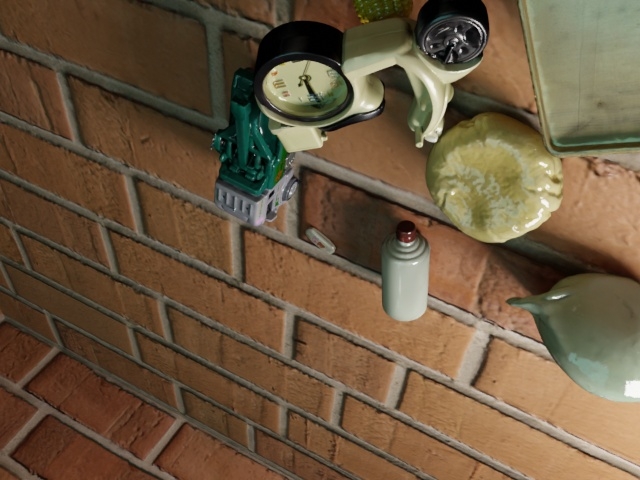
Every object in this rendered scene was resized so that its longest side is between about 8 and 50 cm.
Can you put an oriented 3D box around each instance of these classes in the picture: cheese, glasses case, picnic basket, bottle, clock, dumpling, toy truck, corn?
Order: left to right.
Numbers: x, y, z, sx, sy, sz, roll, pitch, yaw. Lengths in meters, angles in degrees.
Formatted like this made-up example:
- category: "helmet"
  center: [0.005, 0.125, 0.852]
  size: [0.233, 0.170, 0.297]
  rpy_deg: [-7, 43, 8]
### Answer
- category: "toy truck"
  center: [-0.130, -0.192, 1.283]
  size: [0.176, 0.178, 0.363]
  rpy_deg: [27, 143, 11]
- category: "glasses case"
  center: [0.000, 0.000, 1.492]
  size: [0.083, 0.021, 0.032]
  rpy_deg: [41, 143, -5]
- category: "corn"
  center: [0.072, -0.438, 0.951]
  size: [0.093, 0.093, 0.244]
  rpy_deg: [2, 129, 35]
- category: "clock"
  center: [0.082, -0.256, 1.020]
  size: [0.378, 0.120, 0.276]
  rpy_deg: [-2, 152, 16]
- category: "bottle"
  center: [0.182, 0.060, 1.352]
  size: [0.104, 0.104, 0.245]
  rpy_deg: [17, 137, 23]
- category: "cheese"
  center: [0.299, -0.111, 1.091]
  size: [0.226, 0.117, 0.214]
  rpy_deg: [48, 134, -7]
- category: "dumpling"
  center: [0.535, 0.171, 1.143]
  size: [0.212, 0.270, 0.321]
  rpy_deg: [-44, 72, 29]
- category: "picnic basket"
  center: [0.395, -0.278, 0.810]
  size: [0.227, 0.175, 0.313]
  rpy_deg: [1, 125, 37]
